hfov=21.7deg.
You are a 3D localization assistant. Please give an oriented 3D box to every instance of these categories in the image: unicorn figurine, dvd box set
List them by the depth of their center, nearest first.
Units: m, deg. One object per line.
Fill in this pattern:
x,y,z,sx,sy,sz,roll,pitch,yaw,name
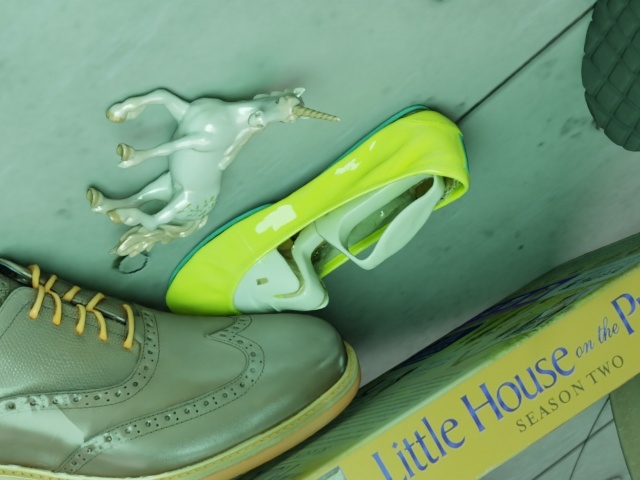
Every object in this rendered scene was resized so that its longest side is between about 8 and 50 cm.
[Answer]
-0.075,-0.052,1.009,0.111,0.060,0.162,-7,156,-27,unicorn figurine
0.075,0.114,1.097,0.420,0.062,0.307,-30,179,-22,dvd box set

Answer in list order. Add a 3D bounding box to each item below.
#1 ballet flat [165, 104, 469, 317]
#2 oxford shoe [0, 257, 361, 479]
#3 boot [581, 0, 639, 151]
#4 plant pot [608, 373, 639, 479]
0.000,0.000,1.096,0.231,0.077,0.077,-35,145,10,ballet flat
-0.151,0.080,1.033,0.364,0.130,0.132,-9,119,-12,oxford shoe
0.326,-0.188,1.054,0.223,0.118,0.338,-6,144,-35,boot
0.366,0.132,1.390,0.229,0.263,0.263,-16,147,16,plant pot
